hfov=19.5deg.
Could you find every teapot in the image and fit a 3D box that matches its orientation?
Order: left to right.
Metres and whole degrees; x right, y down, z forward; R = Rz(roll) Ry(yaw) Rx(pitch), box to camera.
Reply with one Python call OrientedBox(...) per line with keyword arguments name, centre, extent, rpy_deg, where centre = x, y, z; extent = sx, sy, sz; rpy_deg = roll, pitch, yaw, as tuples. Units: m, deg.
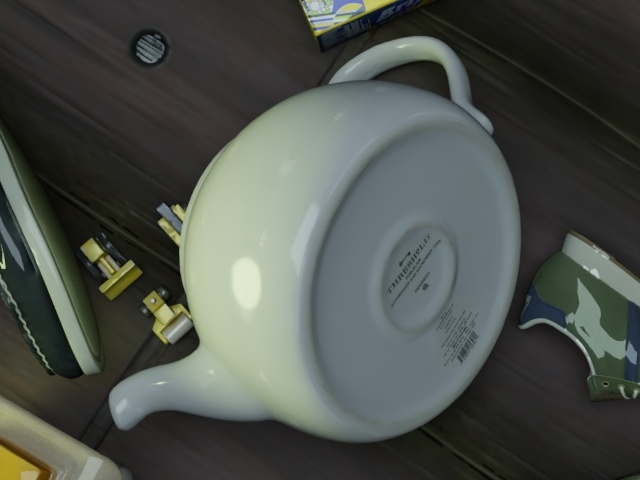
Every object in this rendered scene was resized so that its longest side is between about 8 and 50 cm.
OrientedBox(name="teapot", centre=(0.000, 0.000, 1.236), extent=(0.187, 0.256, 0.252), rpy_deg=(17, 110, 43))

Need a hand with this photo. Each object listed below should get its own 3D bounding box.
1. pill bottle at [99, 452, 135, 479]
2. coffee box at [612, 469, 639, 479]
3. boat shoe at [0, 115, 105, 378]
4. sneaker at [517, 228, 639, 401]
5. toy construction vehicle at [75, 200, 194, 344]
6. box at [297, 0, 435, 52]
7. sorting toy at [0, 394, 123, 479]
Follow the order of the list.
OrientedBox(name="pill bottle", centre=(-0.247, 0.269, 1.230), extent=(0.169, 0.169, 0.301), rpy_deg=(18, 86, 6))
OrientedBox(name="coffee box", centre=(0.137, 0.269, 1.229), extent=(0.297, 0.119, 0.168), rpy_deg=(-21, 83, 1))
OrientedBox(name="boat shoe", centre=(-0.261, -0.044, 1.276), extent=(0.113, 0.127, 0.340), rpy_deg=(-26, 91, -2))
OrientedBox(name="sneaker", centre=(0.220, 0.083, 1.276), extent=(0.192, 0.064, 0.086), rpy_deg=(40, 95, 7))
OrientedBox(name="toy construction vehicle", centre=(-0.115, 0.018, 1.315), extent=(0.086, 0.035, 0.098), rpy_deg=(-39, 83, -1))
OrientedBox(name="box", centre=(0.064, -0.197, 1.316), extent=(0.169, 0.054, 0.059), rpy_deg=(-24, 83, 1))
OrientedBox(name="sorting toy", centre=(-0.251, 0.175, 1.138), extent=(0.208, 0.038, 0.193), rpy_deg=(28, 87, 13))
